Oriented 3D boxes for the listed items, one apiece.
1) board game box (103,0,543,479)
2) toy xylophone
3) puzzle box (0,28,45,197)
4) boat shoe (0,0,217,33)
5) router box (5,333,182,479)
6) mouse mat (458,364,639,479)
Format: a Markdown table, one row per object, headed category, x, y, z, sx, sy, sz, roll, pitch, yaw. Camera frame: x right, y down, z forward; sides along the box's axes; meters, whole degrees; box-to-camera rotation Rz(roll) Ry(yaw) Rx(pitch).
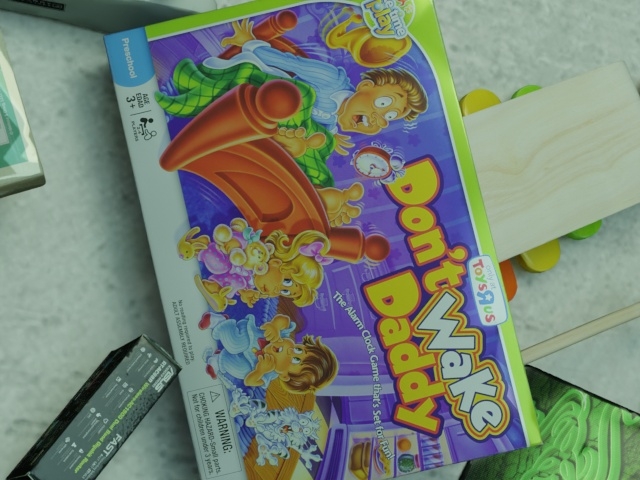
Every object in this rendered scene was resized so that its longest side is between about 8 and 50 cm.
| category | x | y | z | sx | sy | sz | roll | pitch | yaw |
| --- | --- | --- | --- | --- | --- | --- | --- | --- | --- |
| board game box | 0.000 | 0.000 | 0.950 | 0.233 | 0.078 | 0.347 | -14 | 84 | 1 |
| toy xylophone | 0.166 | -0.023 | 1.073 | 0.323 | 0.081 | 0.236 | -12 | 84 | -25 |
| puzzle box | -0.367 | -0.191 | 0.864 | 0.272 | 0.052 | 0.408 | -16 | 86 | -12 |
| boat shoe | -0.178 | -0.199 | 0.965 | 0.219 | 0.078 | 0.070 | 9 | 77 | -20 |
| router box | -0.154 | 0.125 | 0.900 | 0.038 | 0.092 | 0.122 | 42 | 67 | -10 |
| mouse mat | 0.184 | 0.203 | 1.037 | 0.153 | 0.007 | 0.189 | 24 | 68 | 14 |
